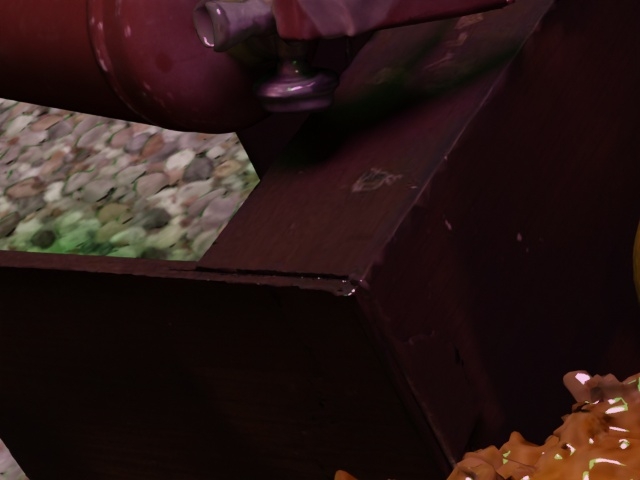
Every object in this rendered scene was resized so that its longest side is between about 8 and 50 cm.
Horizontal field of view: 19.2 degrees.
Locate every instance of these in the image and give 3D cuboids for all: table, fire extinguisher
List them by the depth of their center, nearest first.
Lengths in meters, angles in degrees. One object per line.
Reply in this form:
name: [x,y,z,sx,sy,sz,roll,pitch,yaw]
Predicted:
fire extinguisher: [-0.069,-0.109,0.813,0.147,0.106,0.337,-24,25,-38]
table: [0.000,0.000,0.872,0.282,0.196,0.250,2,45,38]

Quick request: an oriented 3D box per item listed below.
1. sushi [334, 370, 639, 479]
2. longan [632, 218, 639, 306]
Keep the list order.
sushi: [0.179,0.167,0.517,0.348,0.207,0.234,-2,49,16]
longan: [0.198,-0.005,0.764,0.145,0.176,0.155,-6,49,50]
